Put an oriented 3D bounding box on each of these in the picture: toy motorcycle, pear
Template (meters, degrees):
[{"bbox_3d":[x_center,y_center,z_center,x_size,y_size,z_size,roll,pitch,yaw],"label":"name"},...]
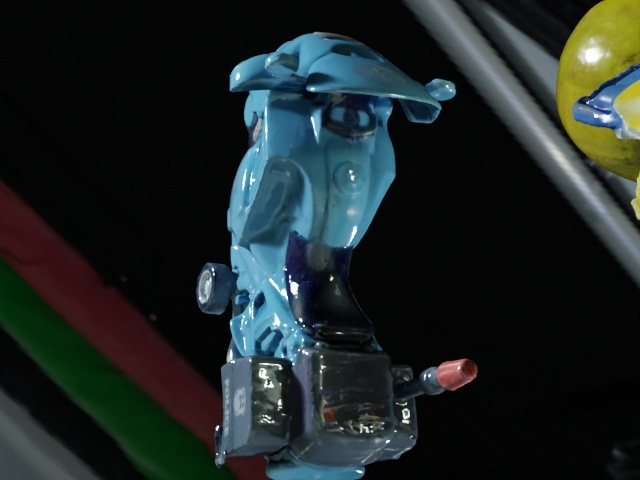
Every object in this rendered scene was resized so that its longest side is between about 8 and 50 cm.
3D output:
[{"bbox_3d":[0.000,0.000,0.632,0.123,0.272,0.182,5,-19,-25],"label":"toy motorcycle"},{"bbox_3d":[0.250,-0.112,0.842,0.149,0.149,0.162,61,-11,-30],"label":"pear"}]

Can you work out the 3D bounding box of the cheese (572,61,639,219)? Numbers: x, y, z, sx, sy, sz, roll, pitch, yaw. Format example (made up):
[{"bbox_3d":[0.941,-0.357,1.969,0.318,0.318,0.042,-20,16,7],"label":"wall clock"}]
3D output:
[{"bbox_3d":[0.208,-0.059,0.515,0.069,0.177,0.270,60,-6,-23],"label":"cheese"}]
